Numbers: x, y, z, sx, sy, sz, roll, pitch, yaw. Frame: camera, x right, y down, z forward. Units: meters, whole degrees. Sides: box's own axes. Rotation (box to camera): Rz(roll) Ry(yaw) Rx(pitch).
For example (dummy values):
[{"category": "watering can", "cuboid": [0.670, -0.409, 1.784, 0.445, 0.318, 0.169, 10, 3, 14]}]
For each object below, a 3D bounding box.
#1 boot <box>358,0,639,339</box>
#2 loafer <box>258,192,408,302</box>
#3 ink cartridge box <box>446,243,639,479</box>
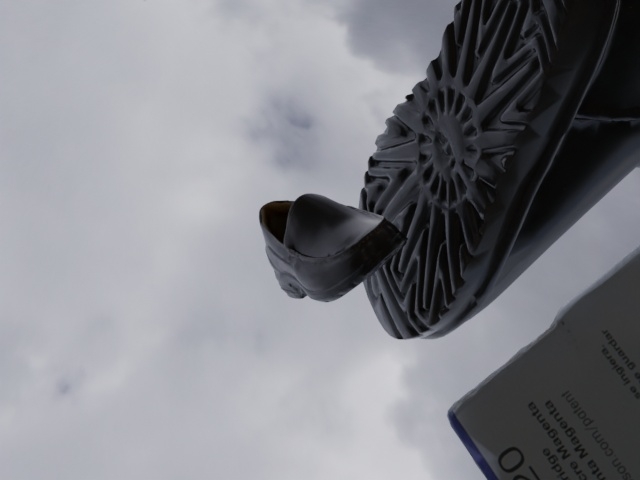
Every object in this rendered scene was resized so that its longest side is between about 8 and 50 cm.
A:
[{"category": "boot", "cuboid": [0.282, -0.069, 1.071, 0.445, 0.367, 0.146, -4, -123, -24]}, {"category": "loafer", "cuboid": [0.000, 0.000, 0.989, 0.062, 0.170, 0.061, -38, -80, -21]}, {"category": "ink cartridge box", "cuboid": [0.240, 0.099, 0.497, 0.324, 0.071, 0.330, 55, -46, 12]}]
